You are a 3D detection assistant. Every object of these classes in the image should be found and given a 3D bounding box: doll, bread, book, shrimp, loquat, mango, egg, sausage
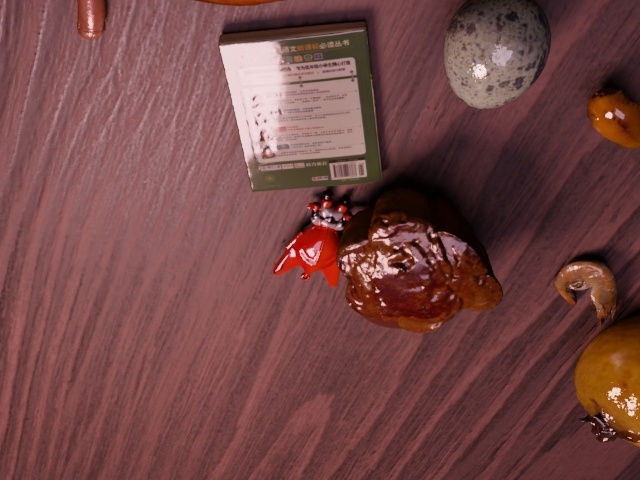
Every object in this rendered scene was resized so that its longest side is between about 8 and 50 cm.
[{"bbox_3d":[0.000,0.000,1.502,0.109,0.057,0.169,13,128,-14],"label":"doll"},{"bbox_3d":[0.135,0.035,1.445,0.232,0.135,0.247,-28,128,26],"label":"bread"},{"bbox_3d":[-0.022,-0.182,1.357,0.202,0.027,0.264,-4,133,7],"label":"book"},{"bbox_3d":[0.440,0.091,1.579,0.095,0.045,0.162,-10,133,12],"label":"shrimp"},{"bbox_3d":[0.541,0.243,1.590,0.244,0.243,0.243,1,132,1],"label":"loquat"},{"bbox_3d":[0.415,-0.166,1.323,0.127,0.077,0.063,31,104,-41],"label":"mango"},{"bbox_3d":[0.222,-0.241,1.224,0.132,0.132,0.172,9,143,-6],"label":"egg"},{"bbox_3d":[-0.298,-0.330,1.226,0.042,0.036,0.157,-4,133,-10],"label":"sausage"}]

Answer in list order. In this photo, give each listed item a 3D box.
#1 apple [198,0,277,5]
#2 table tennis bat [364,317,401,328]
[{"bbox_3d":[-0.088,-0.422,0.915,0.401,0.400,0.333,-10,169,11],"label":"apple"},{"bbox_3d":[0.151,0.056,1.574,0.154,0.021,0.274,12,133,-11],"label":"table tennis bat"}]
